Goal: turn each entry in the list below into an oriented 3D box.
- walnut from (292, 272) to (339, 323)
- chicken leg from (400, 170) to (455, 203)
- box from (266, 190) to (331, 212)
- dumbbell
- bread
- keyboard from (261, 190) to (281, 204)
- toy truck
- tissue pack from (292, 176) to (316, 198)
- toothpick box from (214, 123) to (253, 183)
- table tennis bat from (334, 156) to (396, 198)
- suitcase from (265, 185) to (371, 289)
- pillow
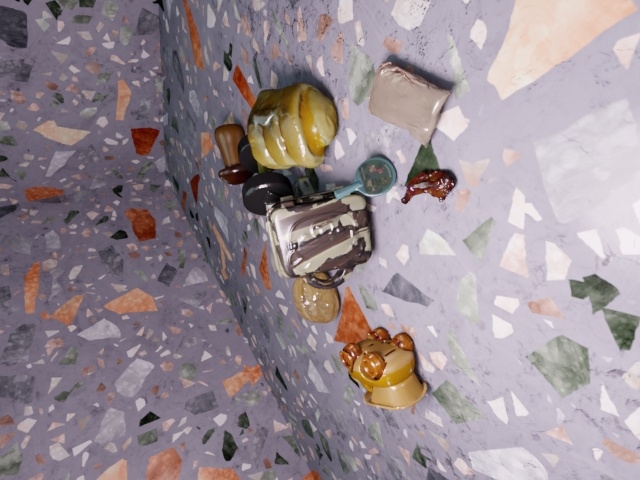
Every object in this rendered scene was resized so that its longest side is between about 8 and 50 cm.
[{"bbox_3d":[-0.022,0.242,1.728,0.198,0.198,0.245,-9,102,60],"label":"walnut"},{"bbox_3d":[0.292,-0.147,1.126,0.205,0.053,0.093,11,130,61],"label":"chicken leg"},{"bbox_3d":[-0.065,-0.100,1.521,0.079,0.269,0.135,8,111,61],"label":"box"},{"bbox_3d":[-0.235,-0.283,1.680,0.203,0.204,0.322,114,149,-50],"label":"dumbbell"},{"bbox_3d":[-0.108,-0.403,1.423,0.341,0.210,0.300,13,99,40],"label":"bread"},{"bbox_3d":[-0.130,-0.132,1.580,0.063,0.198,0.010,-52,21,40],"label":"keyboard"},{"bbox_3d":[0.222,0.448,1.423,0.288,0.204,0.211,-7,103,58],"label":"toy truck"},{"bbox_3d":[-0.092,-0.132,1.735,0.257,0.081,0.185,-39,72,59],"label":"tissue pack"},{"bbox_3d":[-0.443,-0.434,2.056,0.192,0.192,0.294,-8,93,60],"label":"toothpick box"},{"bbox_3d":[0.137,-0.181,1.250,0.124,0.201,0.033,69,-168,12],"label":"table tennis bat"},{"bbox_3d":[0.000,0.000,1.395,0.194,0.352,0.339,-122,21,-72],"label":"suitcase"},{"bbox_3d":[0.227,-0.367,1.083,0.270,0.067,0.173,48,148,36],"label":"pillow"}]
